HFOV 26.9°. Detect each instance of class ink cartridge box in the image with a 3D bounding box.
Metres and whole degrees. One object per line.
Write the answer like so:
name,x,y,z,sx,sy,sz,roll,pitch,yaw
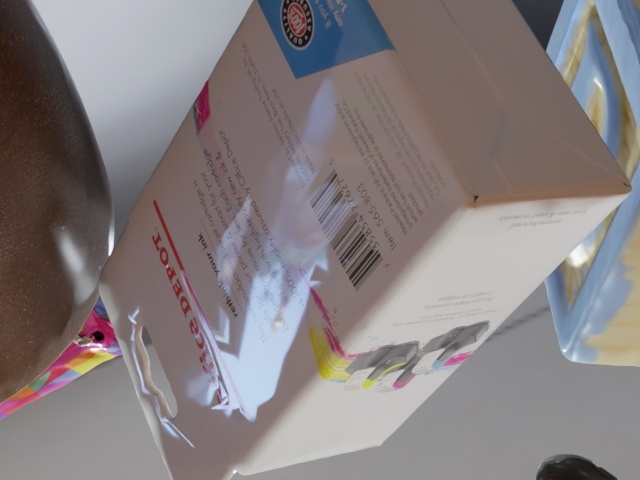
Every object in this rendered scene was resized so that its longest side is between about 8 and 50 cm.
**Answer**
ink cartridge box,0.000,0.000,0.419,0.061,0.104,0.181,-5,148,-36

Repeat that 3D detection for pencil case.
pencil case,-0.278,0.104,1.238,0.236,0.104,0.104,-30,-165,16

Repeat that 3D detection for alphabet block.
alphabet block,0.243,-0.050,0.781,0.197,0.192,0.193,3,-132,-8

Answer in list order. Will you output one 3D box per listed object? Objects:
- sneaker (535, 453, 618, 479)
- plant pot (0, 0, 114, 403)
sneaker,0.283,0.339,1.315,0.101,0.267,0.106,-28,179,40
plant pot,-0.192,-0.060,0.530,0.215,0.230,0.215,3,-118,-6
